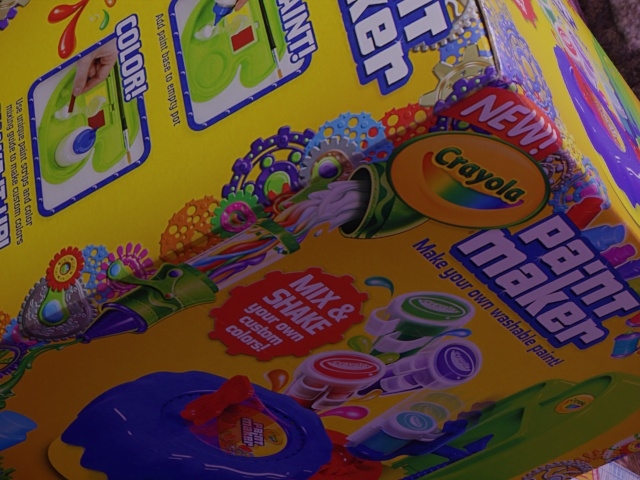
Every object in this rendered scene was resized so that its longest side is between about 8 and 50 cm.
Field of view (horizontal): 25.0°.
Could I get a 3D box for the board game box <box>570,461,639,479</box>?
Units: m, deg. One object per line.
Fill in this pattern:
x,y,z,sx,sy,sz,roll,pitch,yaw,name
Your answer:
0.098,0.149,0.862,0.194,0.060,0.194,23,19,7,board game box

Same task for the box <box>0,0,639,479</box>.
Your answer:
0.000,0.000,0.640,0.290,0.279,0.177,39,30,-48,box
